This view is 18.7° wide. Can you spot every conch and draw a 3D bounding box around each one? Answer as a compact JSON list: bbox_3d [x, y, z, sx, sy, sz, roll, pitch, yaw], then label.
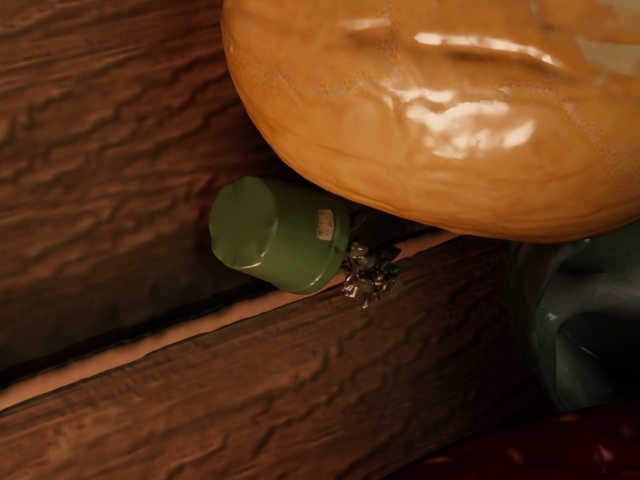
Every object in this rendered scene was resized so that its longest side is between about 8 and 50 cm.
[{"bbox_3d":[0.205,0.055,0.948,0.220,0.195,0.277,-41,137,-23],"label":"conch"}]

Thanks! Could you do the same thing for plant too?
[{"bbox_3d":[0.000,0.000,0.842,0.102,0.051,0.051,16,76,-47],"label":"plant"}]

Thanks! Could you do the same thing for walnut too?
[{"bbox_3d":[0.068,-0.097,0.808,0.195,0.221,0.195,8,90,-81],"label":"walnut"}]

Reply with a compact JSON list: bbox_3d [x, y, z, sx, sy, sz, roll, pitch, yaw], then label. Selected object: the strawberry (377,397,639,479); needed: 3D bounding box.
[{"bbox_3d":[0.151,0.202,0.778,0.345,0.295,0.317,-31,104,-17],"label":"strawberry"}]
